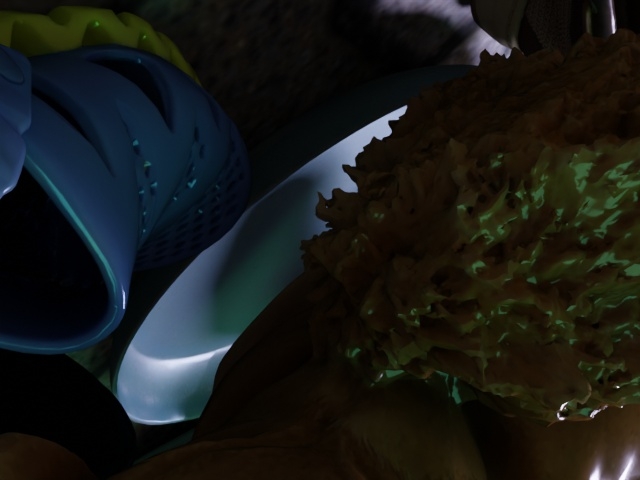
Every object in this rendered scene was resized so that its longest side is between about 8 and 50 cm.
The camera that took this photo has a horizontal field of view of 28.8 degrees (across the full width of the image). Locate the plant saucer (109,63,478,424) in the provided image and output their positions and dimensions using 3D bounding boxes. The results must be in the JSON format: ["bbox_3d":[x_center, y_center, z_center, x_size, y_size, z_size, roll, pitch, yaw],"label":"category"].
[{"bbox_3d":[0.000,0.000,0.769,0.318,0.043,0.317,-33,159,-14],"label":"plant saucer"}]

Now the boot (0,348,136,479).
[{"bbox_3d":[-0.265,0.216,0.682,0.445,0.146,0.367,-48,160,15],"label":"boot"}]

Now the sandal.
[{"bbox_3d":[-0.110,-0.014,0.417,0.126,0.138,0.317,-46,161,16],"label":"sandal"}]

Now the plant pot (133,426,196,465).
[{"bbox_3d":[-0.045,0.257,0.988,0.252,0.247,0.248,-24,171,36],"label":"plant pot"}]

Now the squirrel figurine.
[{"bbox_3d":[0.030,0.078,0.527,0.370,0.281,0.397,1,115,-66],"label":"squirrel figurine"}]

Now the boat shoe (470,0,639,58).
[{"bbox_3d":[0.162,-0.170,0.545,0.123,0.123,0.342,-29,159,-23],"label":"boat shoe"}]
